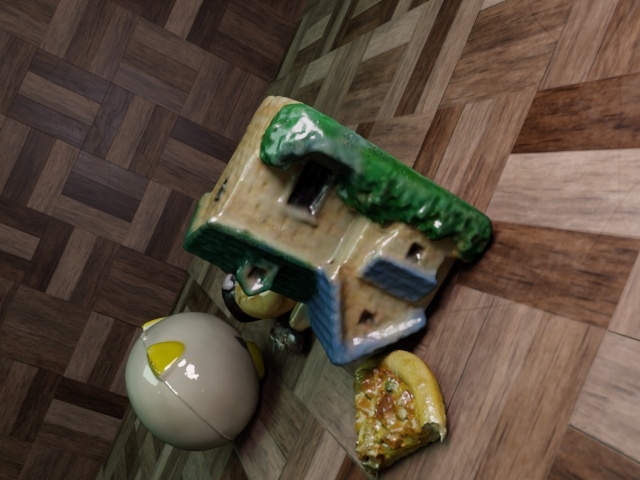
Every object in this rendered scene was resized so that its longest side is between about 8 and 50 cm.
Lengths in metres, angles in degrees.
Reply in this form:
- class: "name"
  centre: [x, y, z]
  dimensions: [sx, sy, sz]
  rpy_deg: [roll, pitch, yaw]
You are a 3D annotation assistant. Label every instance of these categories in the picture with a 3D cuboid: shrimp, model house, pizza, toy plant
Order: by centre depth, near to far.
- class: "pizza"
  centre: [0.100, 0.262, 1.023]
  dimensions: [0.197, 0.058, 0.292]
  rpy_deg: [-66, 19, 2]
- class: "model house"
  centre: [0.000, 0.000, 1.101]
  dimensions: [0.343, 0.382, 0.334]
  rpy_deg: [-58, 18, 6]
- class: "shrimp"
  centre: [-0.079, 0.221, 1.544]
  dimensions: [0.190, 0.075, 0.073]
  rpy_deg: [5, 104, 63]
- class: "toy plant"
  centre: [-0.125, 0.097, 1.692]
  dimensions: [0.235, 0.175, 0.218]
  rpy_deg: [-31, 36, 12]

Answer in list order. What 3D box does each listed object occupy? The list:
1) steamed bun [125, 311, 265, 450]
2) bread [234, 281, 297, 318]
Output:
- class: "steamed bun"
  centre: [-0.304, 0.332, 1.610]
  dimensions: [0.334, 0.334, 0.374]
  rpy_deg: [-66, 22, -1]
- class: "bread"
  centre: [-0.098, 0.047, 1.536]
  dimensions: [0.173, 0.121, 0.311]
  rpy_deg: [-16, 44, 30]
